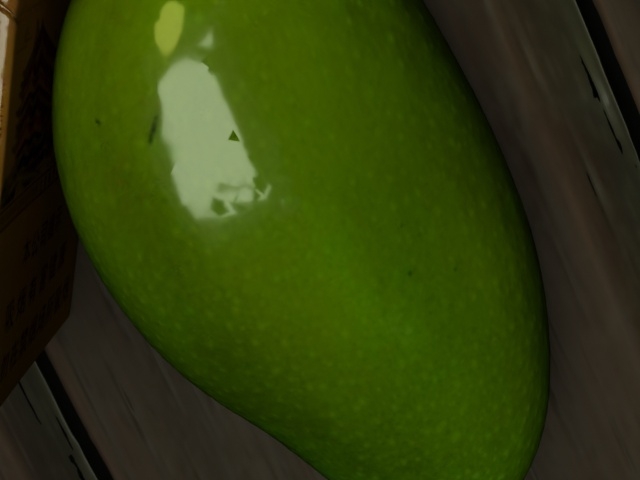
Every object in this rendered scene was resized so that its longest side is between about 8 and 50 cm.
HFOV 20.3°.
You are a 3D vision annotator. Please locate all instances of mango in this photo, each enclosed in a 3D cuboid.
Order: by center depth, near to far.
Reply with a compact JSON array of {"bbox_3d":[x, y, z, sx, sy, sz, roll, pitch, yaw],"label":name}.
[{"bbox_3d":[0.000,0.000,0.828,0.192,0.156,0.343,-34,108,-13],"label":"mango"}]

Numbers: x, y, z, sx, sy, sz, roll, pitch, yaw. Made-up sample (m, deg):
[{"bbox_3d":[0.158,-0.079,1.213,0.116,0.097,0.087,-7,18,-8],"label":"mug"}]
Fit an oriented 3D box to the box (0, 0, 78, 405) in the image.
[{"bbox_3d":[-0.156,-0.068,0.822,0.076,0.174,0.274,10,107,2],"label":"box"}]
